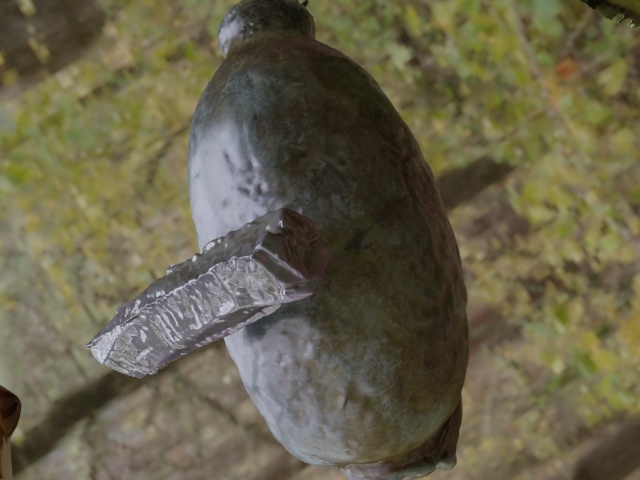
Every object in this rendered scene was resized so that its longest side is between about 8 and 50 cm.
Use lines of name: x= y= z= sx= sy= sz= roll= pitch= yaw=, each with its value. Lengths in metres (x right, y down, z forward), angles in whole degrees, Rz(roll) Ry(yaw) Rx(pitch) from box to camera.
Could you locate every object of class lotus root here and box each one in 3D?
lotus root: x=-0.002 y=0.000 z=1.138 sx=0.175 sy=0.175 sz=0.349 roll=150 pitch=102 yaw=-78

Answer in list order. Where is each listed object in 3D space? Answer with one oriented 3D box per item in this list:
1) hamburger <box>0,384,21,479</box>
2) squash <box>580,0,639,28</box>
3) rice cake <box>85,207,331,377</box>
hamburger: x=-0.210 y=0.064 z=0.640 sx=0.302 sy=0.186 sz=0.261 roll=104 pitch=143 yaw=-83
squash: x=0.174 y=-0.237 z=1.253 sx=0.233 sy=0.210 sz=0.309 roll=44 pitch=172 yaw=31
rice cake: x=-0.071 y=0.037 z=1.013 sx=0.055 sy=0.049 sz=0.270 roll=42 pitch=150 yaw=-9
